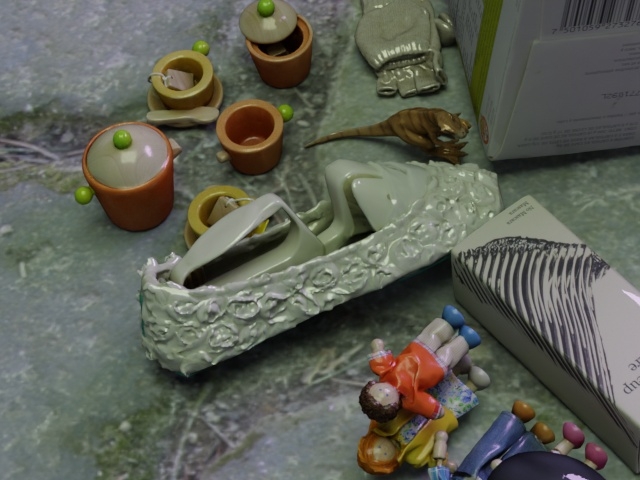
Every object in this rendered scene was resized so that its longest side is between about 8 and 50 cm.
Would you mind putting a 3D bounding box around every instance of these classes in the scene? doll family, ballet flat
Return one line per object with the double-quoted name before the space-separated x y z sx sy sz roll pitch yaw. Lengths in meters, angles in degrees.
"doll family" 0.131 0.203 1.870 0.263 0.118 0.163 43 61 10
"ballet flat" 0.000 0.000 1.982 0.409 0.147 0.147 -27 56 -12

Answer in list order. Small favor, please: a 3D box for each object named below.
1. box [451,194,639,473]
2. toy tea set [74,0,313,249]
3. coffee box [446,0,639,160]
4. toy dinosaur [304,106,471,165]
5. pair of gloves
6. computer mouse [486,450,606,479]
"box" 0.254 0.087 1.931 0.113 0.094 0.275 -36 58 -18
"toy tea set" -0.123 -0.139 2.117 0.200 0.124 0.336 10 57 14
"coffee box" 0.319 -0.327 2.043 0.338 0.338 0.334 -6 56 -7
"toy dinosaur" 0.095 -0.121 2.108 0.211 0.112 0.064 -8 68 52
"pair of gloves" 0.156 -0.254 2.219 0.240 0.042 0.204 -6 54 3
"computer mouse" 0.261 0.287 1.748 0.272 0.072 0.188 43 71 7
